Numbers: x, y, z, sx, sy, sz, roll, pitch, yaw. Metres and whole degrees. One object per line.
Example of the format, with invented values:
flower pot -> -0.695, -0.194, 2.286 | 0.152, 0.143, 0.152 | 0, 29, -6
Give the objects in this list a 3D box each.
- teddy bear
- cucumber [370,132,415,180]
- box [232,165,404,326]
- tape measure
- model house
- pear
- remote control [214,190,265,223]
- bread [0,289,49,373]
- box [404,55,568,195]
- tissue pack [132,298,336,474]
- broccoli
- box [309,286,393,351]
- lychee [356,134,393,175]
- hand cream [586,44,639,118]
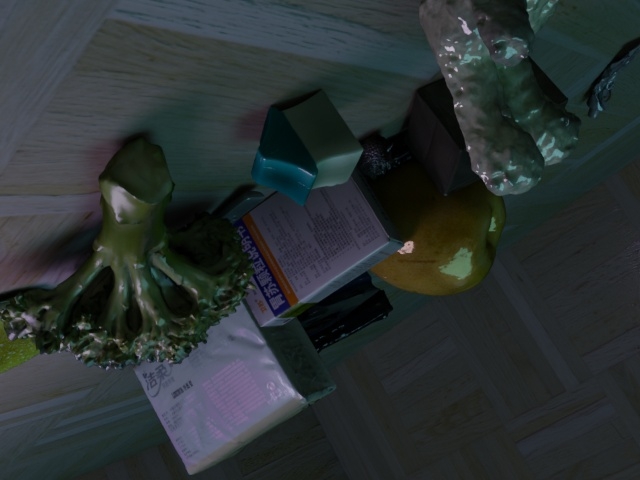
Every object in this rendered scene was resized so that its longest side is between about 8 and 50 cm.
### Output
teddy bear -> 0.299, -0.292, 0.850 | 0.362, 0.375, 0.327 | -26, -176, 46
cucumber -> 0.172, -0.180, 1.420 | 0.187, 0.058, 0.058 | -27, 164, -12
box -> -0.023, 0.002, 1.375 | 0.299, 0.200, 0.106 | -35, 165, 17
tape measure -> -0.020, 0.156, 1.963 | 0.259, 0.138, 0.262 | -13, 157, -42
model house -> -0.034, -0.130, 1.090 | 0.149, 0.127, 0.100 | -25, 163, -25
pear -> 0.219, -0.037, 1.507 | 0.314, 0.314, 0.314 | -27, 164, -9
remote control -> -0.174, -0.039, 1.313 | 0.184, 0.027, 0.050 | -35, 162, 34
bread -> -0.559, 0.175, 1.262 | 0.301, 0.045, 0.301 | -28, 164, -9
box -> 0.292, -0.218, 1.329 | 0.231, 0.155, 0.149 | -24, 155, -14
tissue pack -> -0.218, 0.334, 1.817 | 0.405, 0.332, 0.205 | -38, 166, 26
broccoli -> -0.241, 0.017, 1.119 | 0.397, 0.274, 0.353 | -61, 169, 25
box -> 0.028, 0.248, 2.233 | 0.350, 0.091, 0.359 | -28, -175, -9
lychee -> 0.101, -0.156, 1.345 | 0.083, 0.068, 0.067 | -35, -177, 23
hand cream -> 0.691, -0.379, 1.729 | 0.084, 0.050, 0.257 | -26, 157, -18
